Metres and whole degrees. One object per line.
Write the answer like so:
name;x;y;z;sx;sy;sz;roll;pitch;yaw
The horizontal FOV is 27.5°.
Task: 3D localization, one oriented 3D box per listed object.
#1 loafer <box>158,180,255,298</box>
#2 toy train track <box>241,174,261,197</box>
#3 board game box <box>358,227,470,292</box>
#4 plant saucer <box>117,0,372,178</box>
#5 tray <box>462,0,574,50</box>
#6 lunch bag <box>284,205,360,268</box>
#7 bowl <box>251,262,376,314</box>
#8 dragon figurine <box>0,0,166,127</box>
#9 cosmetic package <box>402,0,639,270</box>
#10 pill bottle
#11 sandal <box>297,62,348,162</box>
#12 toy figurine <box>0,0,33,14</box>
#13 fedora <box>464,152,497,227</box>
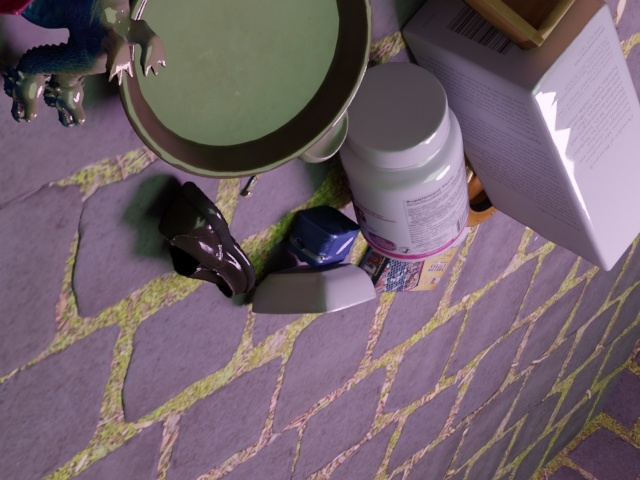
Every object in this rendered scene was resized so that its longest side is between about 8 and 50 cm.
loafer;-0.142;0.010;1.537;0.078;0.080;0.220;-39;148;-9
toy train track;-0.068;-0.086;1.604;0.083;0.014;0.048;-57;156;8
board game box;0.158;0.004;2.095;0.165;0.042;0.243;-60;155;14
plant saucer;-0.076;-0.193;1.300;0.277;0.041;0.278;-15;124;-24
tray;0.295;-0.451;1.547;0.411;0.202;0.076;-53;-172;-3
lunch bag;0.000;0.000;1.774;0.098;0.067;0.065;-13;134;-54
bowl;-0.011;0.064;1.785;0.142;0.142;0.053;-13;98;-54
dragon figurine;-0.202;-0.217;1.092;0.085;0.144;0.289;-30;132;-52
cosmetic package;0.309;-0.169;1.806;0.161;0.230;0.453;-49;143;-10
pill bottle;0.110;-0.101;1.726;0.160;0.160;0.283;-47;155;-15
sandal;-0.021;-0.192;1.425;0.120;0.086;0.303;-48;141;-12
toy figurine;-0.253;-0.238;0.979;0.173;0.130;0.159;-6;141;-31
fedora;0.246;-0.112;2.049;0.194;0.079;0.194;-35;146;-29
